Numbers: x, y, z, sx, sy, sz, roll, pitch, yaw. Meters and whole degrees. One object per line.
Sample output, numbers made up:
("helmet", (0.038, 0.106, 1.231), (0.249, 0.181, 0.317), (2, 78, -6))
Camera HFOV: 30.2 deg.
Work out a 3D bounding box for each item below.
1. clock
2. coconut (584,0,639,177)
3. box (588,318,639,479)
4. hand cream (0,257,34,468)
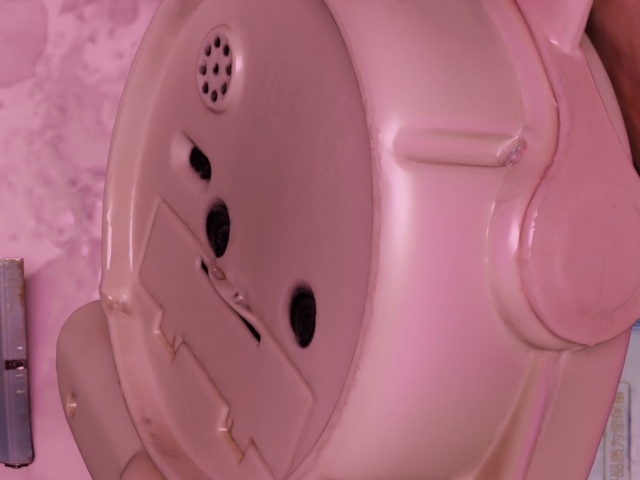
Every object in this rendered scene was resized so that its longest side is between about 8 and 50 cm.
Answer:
("clock", (0.000, 0.000, 0.469), (0.108, 0.265, 0.324), (3, 117, -32))
("coconut", (0.277, -0.130, 0.468), (0.415, 0.415, 0.345), (25, 72, 6))
("box", (0.099, 0.154, 0.535), (0.083, 0.142, 0.232), (3, 81, 3))
("hand cream", (-0.305, 0.064, 0.602), (0.312, 0.070, 0.111), (0, 96, -8))
